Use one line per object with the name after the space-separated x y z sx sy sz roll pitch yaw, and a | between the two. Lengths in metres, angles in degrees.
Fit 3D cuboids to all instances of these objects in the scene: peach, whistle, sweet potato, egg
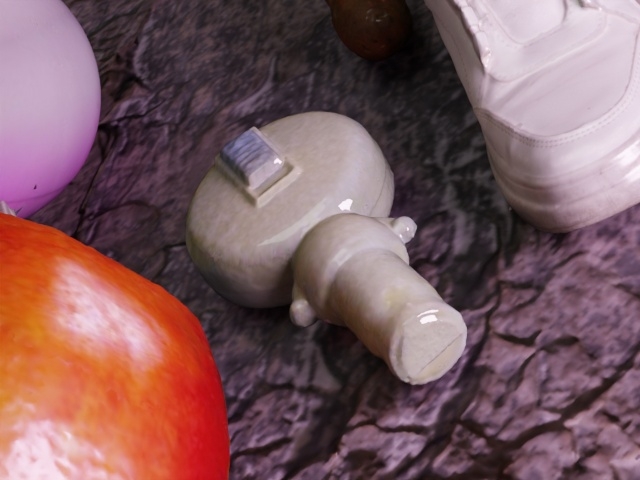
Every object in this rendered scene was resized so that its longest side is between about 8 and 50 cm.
-0.219 0.148 0.946 0.306 0.242 0.380 -8 43 42 | peach
0.000 0.000 1.078 0.126 0.067 0.258 -40 36 -3 | whistle
0.025 -0.168 1.273 0.050 0.050 0.214 -30 29 10 | sweet potato
-0.259 -0.092 1.258 0.196 0.271 0.196 -2 86 36 | egg

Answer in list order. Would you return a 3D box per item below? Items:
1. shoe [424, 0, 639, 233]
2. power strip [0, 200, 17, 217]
0.107 -0.146 1.074 0.124 0.159 0.316 -29 32 10 | shoe
-0.176 0.033 1.160 0.042 0.075 0.175 -36 20 0 | power strip
